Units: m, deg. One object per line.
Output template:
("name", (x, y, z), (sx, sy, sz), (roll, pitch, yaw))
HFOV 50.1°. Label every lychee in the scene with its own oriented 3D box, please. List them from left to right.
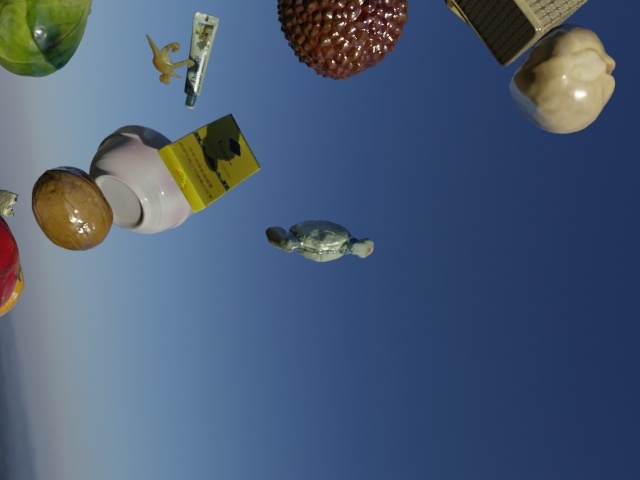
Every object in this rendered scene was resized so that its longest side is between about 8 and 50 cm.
("lychee", (0.035, -0.329, 0.971), (0.188, 0.188, 0.188), (23, -64, 61))

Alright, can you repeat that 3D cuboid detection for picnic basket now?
("picnic basket", (0.422, -0.595, 1.593), (0.313, 0.175, 0.228), (54, -8, 1))

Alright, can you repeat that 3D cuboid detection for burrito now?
("burrito", (-0.652, -0.079, 1.313), (0.042, 0.171, 0.051), (-12, 110, -78))

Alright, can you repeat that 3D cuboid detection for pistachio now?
("pistachio", (0.455, -0.296, 1.301), (0.299, 0.188, 0.187), (19, 60, -74))

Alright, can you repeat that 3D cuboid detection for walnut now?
("walnut", (-0.576, -0.074, 1.585), (0.167, 0.167, 0.207), (27, -33, 60))

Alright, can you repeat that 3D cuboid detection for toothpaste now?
("toothpaste", (-0.331, -0.482, 1.851), (0.037, 0.067, 0.255), (-114, -143, -67))

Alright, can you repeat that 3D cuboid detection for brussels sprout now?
("brussels sprout", (-0.666, -0.523, 1.623), (0.210, 0.271, 0.219), (28, -18, 17))

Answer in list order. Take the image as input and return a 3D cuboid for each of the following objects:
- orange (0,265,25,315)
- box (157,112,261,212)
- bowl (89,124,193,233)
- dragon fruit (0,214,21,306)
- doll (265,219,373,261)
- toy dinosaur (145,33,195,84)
("orange", (-0.708, 0.083, 1.425), (0.155, 0.178, 0.177), (42, 23, -58))
("box", (-0.240, -0.181, 1.538), (0.041, 0.279, 0.153), (-23, -77, 29))
("bowl", (-0.457, -0.129, 1.699), (0.287, 0.144, 0.287), (15, -50, 19))
("dragon fruit", (-0.583, 0.029, 1.048), (0.241, 0.241, 0.252), (45, -17, 52))
("doll", (0.000, 0.000, 1.321), (0.103, 0.214, 0.071), (-104, -158, -75))
("toy dinosaur", (-0.367, -0.408, 1.553), (0.126, 0.162, 0.039), (-19, -114, 35))
